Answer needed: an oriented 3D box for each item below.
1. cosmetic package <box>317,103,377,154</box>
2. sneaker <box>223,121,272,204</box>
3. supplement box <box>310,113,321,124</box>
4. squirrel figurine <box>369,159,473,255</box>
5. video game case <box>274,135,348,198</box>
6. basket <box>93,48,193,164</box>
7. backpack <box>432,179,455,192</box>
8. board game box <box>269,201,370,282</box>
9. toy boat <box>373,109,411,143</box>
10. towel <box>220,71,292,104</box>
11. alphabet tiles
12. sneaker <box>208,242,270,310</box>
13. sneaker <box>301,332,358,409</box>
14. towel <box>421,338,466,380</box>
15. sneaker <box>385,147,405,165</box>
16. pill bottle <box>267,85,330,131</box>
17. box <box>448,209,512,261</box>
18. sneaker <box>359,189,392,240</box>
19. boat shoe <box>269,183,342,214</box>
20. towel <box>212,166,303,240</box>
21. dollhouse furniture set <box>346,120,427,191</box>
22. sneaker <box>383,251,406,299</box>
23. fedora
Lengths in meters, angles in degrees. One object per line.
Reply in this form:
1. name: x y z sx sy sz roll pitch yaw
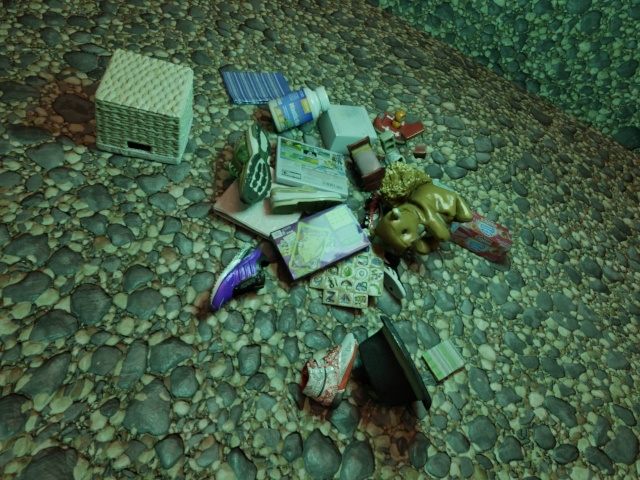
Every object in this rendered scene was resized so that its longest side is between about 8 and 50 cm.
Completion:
1. cosmetic package: 0.131 -0.551 2.005 0.225 0.138 0.223 -4 59 -21
2. sneaker: -0.307 -0.295 1.635 0.182 0.158 0.409 -17 50 21
3. supplement box: -0.049 -0.646 2.064 0.098 0.036 0.062 41 53 10
4. squirrel figurine: 0.358 -0.124 1.663 0.371 0.281 0.396 -17 76 -32
5. video game case: -0.042 -0.332 1.819 0.330 0.036 0.299 12 46 -17
6. basket: -0.695 -0.528 1.610 0.329 0.266 0.330 10 56 -15
7. backpack: 0.546 -0.182 1.905 0.166 0.144 0.188 28 55 -7
8. board game box: 0.000 0.000 1.566 0.347 0.056 0.208 -23 71 -21
9. toy boat: 0.410 -0.628 2.147 0.231 0.151 0.150 28 53 0
10. towel: -0.317 -0.790 2.064 0.337 0.040 0.243 -10 61 -25
11. alphabet tiles: 0.109 0.097 1.587 0.286 0.011 0.342 8 63 -2
12. sneaker: -0.270 0.141 1.413 0.146 0.102 0.293 30 53 0
13. sneaker: 0.028 0.408 1.349 0.145 0.090 0.269 26 55 -5
14. towel: 0.466 0.452 1.525 0.152 0.023 0.113 -19 63 -27
15. sneaker: 0.385 -0.395 2.003 0.091 0.115 0.232 11 55 -13
16. pill bottle: -0.100 -0.629 1.902 0.272 0.152 0.152 -21 63 0
17. box: 0.744 -0.024 1.876 0.257 0.128 0.122 27 53 -2
18. sneaker: 0.253 -0.097 1.765 0.135 0.097 0.275 22 53 -6
19. boat shoe: -0.057 -0.178 1.635 0.303 0.113 0.103 -4 66 -21
20. towel: -0.225 -0.163 1.666 0.317 0.053 0.331 29 52 0
21. dollhouse furniture set: 0.333 -0.411 1.869 0.375 0.152 0.201 -26 64 4
22. sneaker: 0.305 0.128 1.644 0.121 0.079 0.216 -26 68 -30
23. fedora: 0.229 0.425 1.339 0.153 0.334 0.333 -27 66 0
